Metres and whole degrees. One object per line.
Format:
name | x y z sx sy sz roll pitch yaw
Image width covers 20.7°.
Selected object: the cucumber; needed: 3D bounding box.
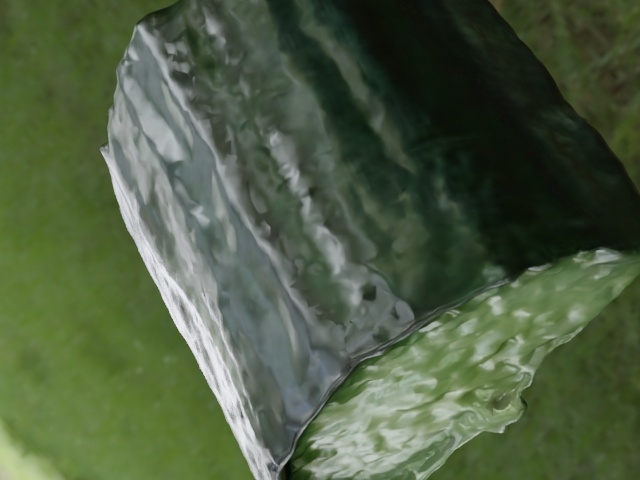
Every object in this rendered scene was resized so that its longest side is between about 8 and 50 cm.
cucumber | 0.000 0.000 0.386 0.062 0.116 0.115 4 -138 -37
